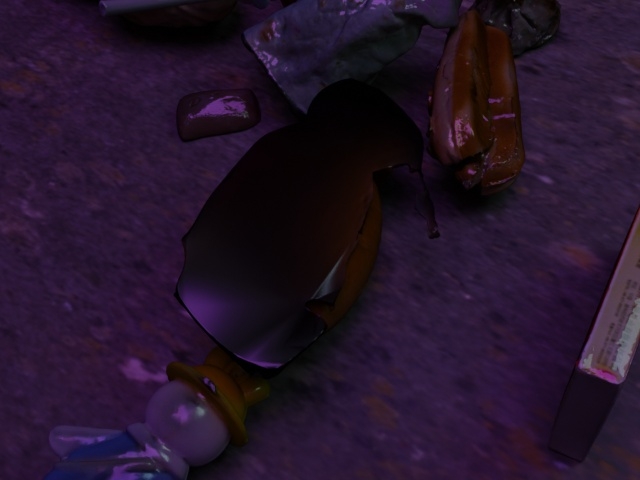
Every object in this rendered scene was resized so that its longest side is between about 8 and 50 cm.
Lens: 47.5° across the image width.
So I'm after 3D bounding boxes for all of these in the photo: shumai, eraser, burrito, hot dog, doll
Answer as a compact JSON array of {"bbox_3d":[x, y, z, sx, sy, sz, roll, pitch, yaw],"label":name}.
[{"bbox_3d":[0.232,-0.289,0.877,0.124,0.087,0.099,-24,55,-13],"label":"shumai"},{"bbox_3d":[0.251,0.051,0.597,0.038,0.157,0.230,21,60,23],"label":"eraser"},{"bbox_3d":[0.036,-0.239,0.800,0.229,0.089,0.143,-35,89,16],"label":"burrito"},{"bbox_3d":[-0.006,-0.002,0.698,0.194,0.107,0.326,38,58,16],"label":"hot dog"},{"bbox_3d":[-0.140,0.183,0.584,0.135,0.098,0.241,20,56,45],"label":"doll"},{"bbox_3d":[0.167,-0.153,0.785,0.109,0.072,0.269,32,45,-22],"label":"hot dog"}]

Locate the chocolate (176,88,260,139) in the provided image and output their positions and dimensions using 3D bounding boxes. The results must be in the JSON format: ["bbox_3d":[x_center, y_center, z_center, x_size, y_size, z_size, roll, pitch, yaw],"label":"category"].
[{"bbox_3d":[-0.122,-0.154,0.855,0.101,0.031,0.064,-8,60,-1],"label":"chocolate"}]

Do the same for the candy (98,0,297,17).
[{"bbox_3d":[-0.087,-0.292,0.835,0.366,0.124,0.124,-23,53,-38],"label":"candy"}]

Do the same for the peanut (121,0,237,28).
[{"bbox_3d":[-0.237,-0.381,0.953,0.340,0.158,0.174,40,97,32],"label":"peanut"}]
